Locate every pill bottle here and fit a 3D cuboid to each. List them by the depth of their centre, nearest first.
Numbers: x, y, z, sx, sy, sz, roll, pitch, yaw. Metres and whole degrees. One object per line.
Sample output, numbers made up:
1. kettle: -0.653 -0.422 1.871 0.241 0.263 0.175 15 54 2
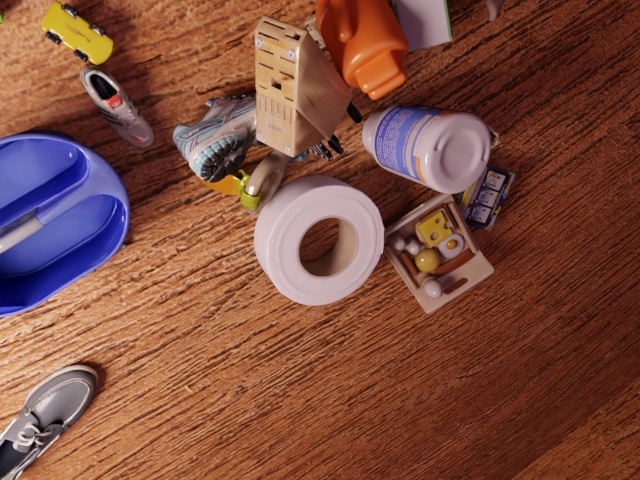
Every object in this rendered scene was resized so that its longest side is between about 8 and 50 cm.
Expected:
1. pill bottle: 0.198 -0.201 0.924 0.153 0.272 0.152 -10 115 -22

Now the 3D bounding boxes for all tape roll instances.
1. tape roll: 0.000 0.000 1.015 0.287 0.100 0.285 -10 114 -22

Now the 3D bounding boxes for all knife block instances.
1. knife block: -0.003 -0.263 0.797 0.242 0.088 0.275 -41 151 -38

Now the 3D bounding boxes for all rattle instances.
1. rattle: -0.128 -0.162 0.925 0.199 0.143 0.130 -60 156 -11

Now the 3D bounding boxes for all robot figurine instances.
1. robot figurine: 0.069 -0.358 0.775 0.158 0.128 0.219 -18 79 -28

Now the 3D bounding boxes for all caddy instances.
1. caddy: -0.480 -0.029 0.721 0.341 0.179 0.241 -35 121 -9

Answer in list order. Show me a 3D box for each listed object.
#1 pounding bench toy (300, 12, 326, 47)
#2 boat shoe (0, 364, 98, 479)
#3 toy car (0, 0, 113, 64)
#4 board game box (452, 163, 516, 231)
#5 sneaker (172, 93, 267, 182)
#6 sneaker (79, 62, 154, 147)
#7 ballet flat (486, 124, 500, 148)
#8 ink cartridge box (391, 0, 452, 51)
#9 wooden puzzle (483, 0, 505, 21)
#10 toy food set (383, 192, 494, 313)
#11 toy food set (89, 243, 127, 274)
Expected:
1. pounding bench toy: 0.008 -0.394 0.870 0.083 0.065 0.052 36 79 -33
2. boat shoe: -0.570 0.390 0.898 0.319 0.099 0.116 -45 122 -3
3. toy car: -0.463 -0.356 0.667 0.225 0.053 0.238 -27 119 -13
4. board game box: 0.426 -0.120 1.203 0.141 0.048 0.170 13 105 -28
5. sneaker: -0.147 -0.234 0.840 0.283 0.122 0.110 -41 167 -28
6. sneaker: -0.345 -0.223 0.766 0.057 0.075 0.161 -36 121 -9
7. ballet flat: 0.333 -0.255 1.084 0.241 0.077 0.091 -7 115 -23
8. ink cartridge box: 0.185 -0.462 0.840 0.093 0.219 0.160 -10 120 18
9. wooden puzzle: 0.305 -0.662 0.865 0.348 0.081 0.322 39 73 -37
10. toy food set: 0.298 0.035 1.150 0.220 0.092 0.306 -34 123 6
11. toy food set: -0.424 0.044 0.841 0.122 0.078 0.019 -32 90 -8
